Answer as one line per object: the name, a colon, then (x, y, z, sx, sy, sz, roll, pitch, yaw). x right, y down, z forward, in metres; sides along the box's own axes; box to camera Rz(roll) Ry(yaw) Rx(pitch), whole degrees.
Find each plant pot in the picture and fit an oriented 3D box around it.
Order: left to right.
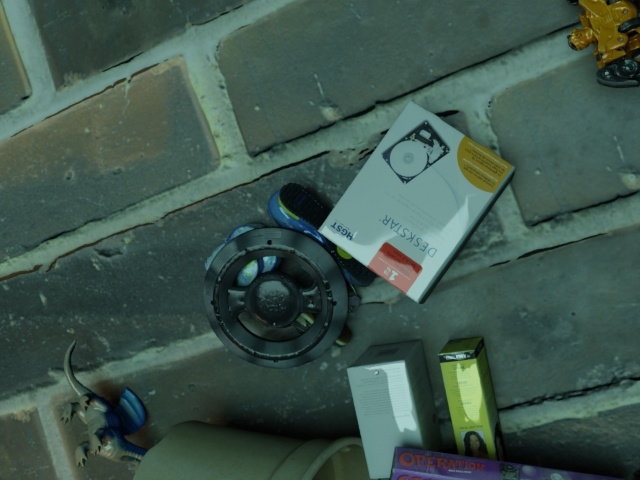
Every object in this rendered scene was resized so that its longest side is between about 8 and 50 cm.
plant pot: (-0.116, 0.427, 1.103, 0.305, 0.334, 0.334, 10, 99, 30)

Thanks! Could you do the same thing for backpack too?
backpack: (-0.122, 0.032, 1.161, 0.105, 0.084, 0.114, 44, 103, 6)

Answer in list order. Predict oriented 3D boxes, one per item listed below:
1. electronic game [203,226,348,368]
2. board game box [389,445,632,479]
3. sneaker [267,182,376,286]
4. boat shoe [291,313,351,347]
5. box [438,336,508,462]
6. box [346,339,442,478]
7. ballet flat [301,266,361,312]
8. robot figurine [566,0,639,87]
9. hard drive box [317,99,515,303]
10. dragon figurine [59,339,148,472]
electronic game: (-0.070, 0.091, 1.102, 0.229, 0.048, 0.229, 2, 104, 7)
board game box: (0.264, 0.398, 1.004, 0.347, 0.056, 0.208, 8, 129, 5)
sneaker: (0.000, 0.000, 1.134, 0.209, 0.069, 0.082, 43, 143, 0)
boat shoe: (-0.020, 0.128, 1.156, 0.152, 0.056, 0.049, 36, 121, 11)
box: (0.233, 0.268, 1.063, 0.058, 0.087, 0.232, -12, 93, 22)
box: (0.115, 0.252, 1.077, 0.091, 0.130, 0.170, -11, 92, 19)
ballet flat: (0.021, 0.067, 1.143, 0.114, 0.041, 0.041, 42, 107, 10)
robot figurine: (0.463, -0.299, 0.901, 0.291, 0.085, 0.211, -18, 67, 20)
hard drive box: (0.140, -0.052, 1.031, 0.181, 0.089, 0.232, 35, 92, 13)
dragon figurine: (-0.378, 0.322, 1.280, 0.085, 0.144, 0.289, -43, 62, 20)
